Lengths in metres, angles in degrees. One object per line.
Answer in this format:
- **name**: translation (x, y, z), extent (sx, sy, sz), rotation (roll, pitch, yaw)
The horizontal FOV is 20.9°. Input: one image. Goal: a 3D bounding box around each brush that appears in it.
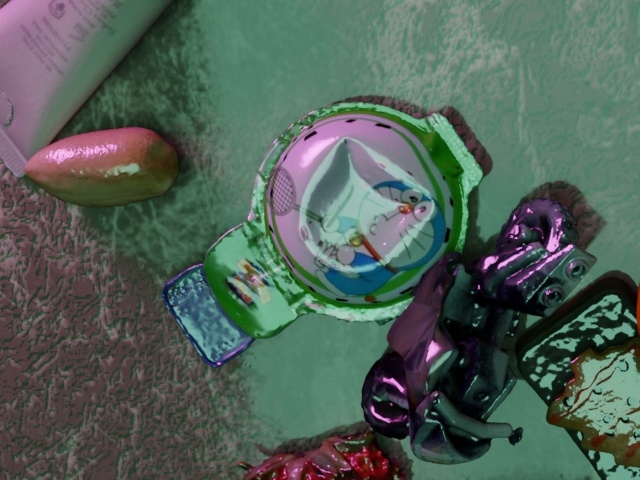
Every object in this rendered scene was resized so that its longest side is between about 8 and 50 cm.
- **brush**: translation (0.275, 0.143, 1.561), extent (0.123, 0.059, 0.197), rotation (-37, 90, 16)

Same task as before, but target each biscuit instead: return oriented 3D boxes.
- **biscuit**: translation (0.269, 0.150, 1.523), extent (0.119, 0.019, 0.130), rotation (-42, 89, 13)

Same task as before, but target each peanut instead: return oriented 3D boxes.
- **peanut**: translation (-0.204, -0.067, 1.620), extent (0.152, 0.076, 0.076), rotation (-2, 98, 14)

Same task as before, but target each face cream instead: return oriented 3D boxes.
- **face cream**: translation (-0.226, -0.202, 1.604), extent (0.314, 0.089, 0.143), rotation (-39, 90, 22)

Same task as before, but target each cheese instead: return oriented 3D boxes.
- **cheese**: translation (0.000, 0.000, 1.583), extent (0.320, 0.083, 0.204), rotation (-34, 91, 13)

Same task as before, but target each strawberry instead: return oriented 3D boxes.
- **strawberry**: translation (0.014, 0.289, 1.625), extent (0.167, 0.087, 0.208), rotation (-19, 96, 13)

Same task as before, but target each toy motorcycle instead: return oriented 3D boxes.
- **toy motorcycle**: translation (0.140, 0.091, 1.514), extent (0.106, 0.159, 0.270), rotation (27, 113, -35)

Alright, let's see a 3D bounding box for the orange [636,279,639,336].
- **orange**: translation (0.404, 0.058, 1.433), extent (0.284, 0.226, 0.283), rotation (-1, 85, 9)
